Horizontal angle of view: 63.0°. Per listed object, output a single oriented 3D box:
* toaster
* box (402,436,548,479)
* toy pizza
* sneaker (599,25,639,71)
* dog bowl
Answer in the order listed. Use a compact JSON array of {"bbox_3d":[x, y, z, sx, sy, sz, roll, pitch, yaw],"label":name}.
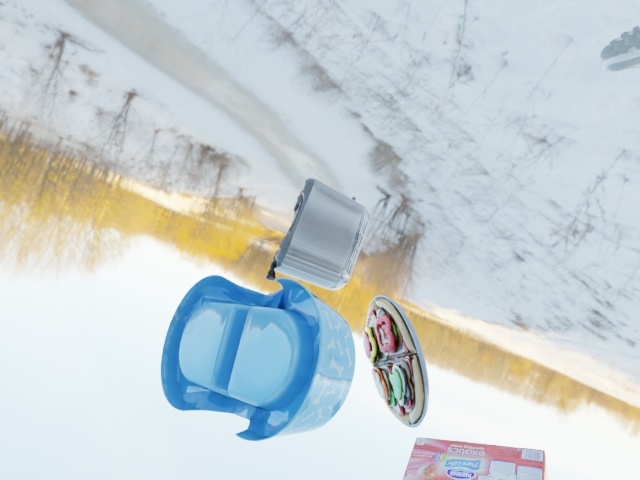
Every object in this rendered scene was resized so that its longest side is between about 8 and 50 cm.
[{"bbox_3d":[0.000,0.000,1.024,0.147,0.227,0.129,22,159,-5],"label":"toaster"},{"bbox_3d":[0.355,0.566,1.186,0.300,0.142,0.154,-4,-162,25],"label":"box"},{"bbox_3d":[0.103,0.182,0.790,0.032,0.201,0.201,-10,-173,-16],"label":"toy pizza"},{"bbox_3d":[0.661,-0.338,0.946,0.281,0.105,0.115,-8,126,14],"label":"sneaker"},{"bbox_3d":[-0.079,0.130,0.604,0.074,0.165,0.297,25,162,-39],"label":"dog bowl"}]
